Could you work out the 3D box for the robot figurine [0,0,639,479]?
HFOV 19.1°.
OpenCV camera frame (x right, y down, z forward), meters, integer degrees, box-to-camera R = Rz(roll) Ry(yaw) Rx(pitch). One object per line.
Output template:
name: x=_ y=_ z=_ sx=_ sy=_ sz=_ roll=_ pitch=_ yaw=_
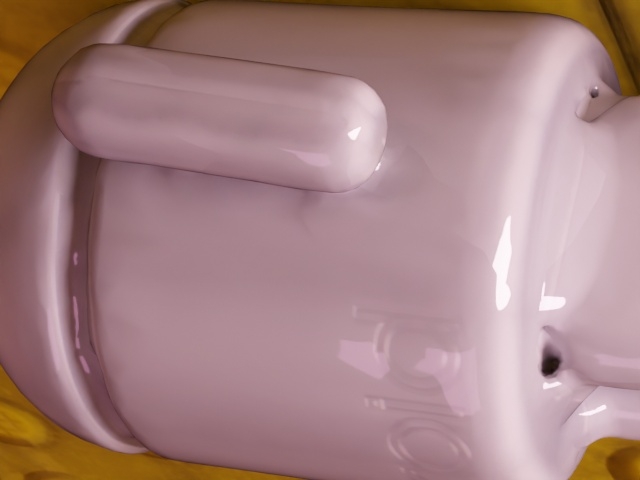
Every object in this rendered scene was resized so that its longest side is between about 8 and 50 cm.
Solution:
robot figurine: x=0.000 y=0.000 z=0.800 sx=0.353 sy=0.200 sz=0.300 roll=5 pitch=156 yaw=22
